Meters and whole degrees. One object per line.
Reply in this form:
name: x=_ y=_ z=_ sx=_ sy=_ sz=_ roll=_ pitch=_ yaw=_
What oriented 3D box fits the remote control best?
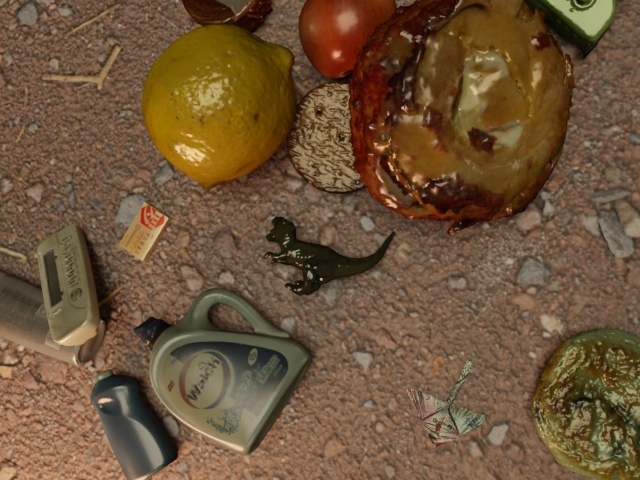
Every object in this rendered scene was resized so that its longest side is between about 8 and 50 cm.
remote control: x=-0.437 y=0.077 z=0.944 sx=0.090 sy=0.049 sz=0.230 roll=-34 pitch=56 yaw=6

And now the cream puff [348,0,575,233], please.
cream puff: x=0.184 y=-0.181 z=0.778 sx=0.350 sy=0.228 sz=0.351 roll=-3 pitch=99 yaw=-21

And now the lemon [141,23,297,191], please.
lemon: x=-0.153 y=-0.219 z=0.858 sx=0.253 sy=0.228 sz=0.228 roll=-45 pitch=79 yaw=1

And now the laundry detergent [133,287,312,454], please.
laundry detergent: x=-0.176 y=0.192 z=0.888 sx=0.280 sy=0.105 sz=0.215 roll=31 pitch=78 yaw=16

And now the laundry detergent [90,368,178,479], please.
laundry detergent: x=-0.333 y=0.309 z=0.932 sx=0.096 sy=0.061 sz=0.206 roll=-37 pitch=79 yaw=14

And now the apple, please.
apple: x=0.046 y=-0.338 z=0.865 sx=0.163 sy=0.163 sz=0.139 roll=-13 pitch=90 yaw=10

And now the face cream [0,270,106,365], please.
face cream: x=-0.525 y=0.136 z=0.976 sx=0.269 sy=0.073 sz=0.107 roll=19 pitch=73 yaw=11

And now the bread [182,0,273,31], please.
bread: x=-0.166 y=-0.437 z=0.956 sx=0.160 sy=0.073 sz=0.161 roll=-2 pitch=81 yaw=10

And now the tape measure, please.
tape measure: x=0.389 y=-0.412 z=0.832 sx=0.200 sy=0.106 sz=0.175 roll=42 pitch=108 yaw=13

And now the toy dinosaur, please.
toy dinosaur: x=0.000 y=0.000 z=0.880 sx=0.187 sy=0.087 sz=0.179 roll=42 pitch=95 yaw=10

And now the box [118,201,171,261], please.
box: x=-0.318 y=-0.016 z=0.978 sx=0.058 sy=0.015 sz=0.093 roll=31 pitch=92 yaw=10

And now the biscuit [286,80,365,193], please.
biscuit: x=0.034 y=-0.172 z=0.906 sx=0.187 sy=0.027 sz=0.188 roll=1 pitch=96 yaw=10

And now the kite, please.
kite: x=0.202 y=0.257 z=0.861 sx=0.137 sy=0.005 sz=0.153 roll=17 pitch=88 yaw=11

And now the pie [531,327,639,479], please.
pie: x=0.433 y=0.243 z=0.792 sx=0.240 sy=0.054 sz=0.241 roll=-1 pitch=85 yaw=13
